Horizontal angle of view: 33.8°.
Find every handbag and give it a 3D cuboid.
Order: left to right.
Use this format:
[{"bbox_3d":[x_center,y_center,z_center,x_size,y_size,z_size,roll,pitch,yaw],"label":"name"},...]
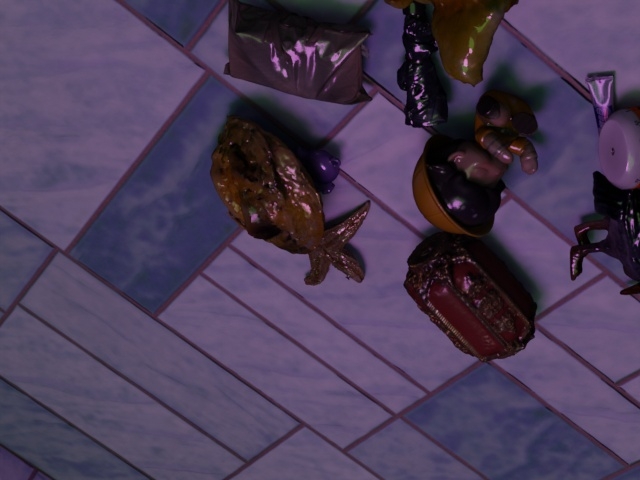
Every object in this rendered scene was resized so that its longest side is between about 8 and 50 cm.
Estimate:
[{"bbox_3d":[-0.041,-0.319,1.761,0.270,0.117,0.182,14,146,11],"label":"handbag"}]

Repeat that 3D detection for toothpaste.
[{"bbox_3d":[0.467,-0.194,1.721,0.045,0.028,0.170,1,128,28],"label":"toothpaste"}]

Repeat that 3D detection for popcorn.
[{"bbox_3d":[0.175,-0.420,1.491,0.290,0.326,0.321,30,90,0],"label":"popcorn"}]

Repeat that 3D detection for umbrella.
[{"bbox_3d":[0.161,-0.297,1.731,0.080,0.071,0.224,-4,121,12],"label":"umbrella"}]

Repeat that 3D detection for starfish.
[{"bbox_3d":[0.000,0.000,2.077,0.236,0.062,0.277,35,138,-2],"label":"starfish"}]

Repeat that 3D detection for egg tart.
[{"bbox_3d":[-0.115,-0.089,1.934,0.297,0.132,0.297,37,148,28],"label":"egg tart"}]

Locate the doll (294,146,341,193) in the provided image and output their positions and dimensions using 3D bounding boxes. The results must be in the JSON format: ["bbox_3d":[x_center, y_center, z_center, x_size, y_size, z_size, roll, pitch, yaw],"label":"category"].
[{"bbox_3d":[-0.034,-0.127,1.964,0.206,0.067,0.110,-14,130,46],"label":"doll"}]

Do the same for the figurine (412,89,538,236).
[{"bbox_3d":[0.260,-0.132,1.772,0.192,0.167,0.257,17,115,-36],"label":"figurine"}]

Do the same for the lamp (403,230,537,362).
[{"bbox_3d":[0.282,0.104,1.969,0.177,0.177,0.274,-28,116,38],"label":"lamp"}]

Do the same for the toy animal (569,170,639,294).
[{"bbox_3d":[0.526,0.002,1.807,0.185,0.122,0.298,4,137,25],"label":"toy animal"}]

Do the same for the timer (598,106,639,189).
[{"bbox_3d":[0.516,-0.150,1.684,0.136,0.099,0.136,-6,111,-16],"label":"timer"}]
